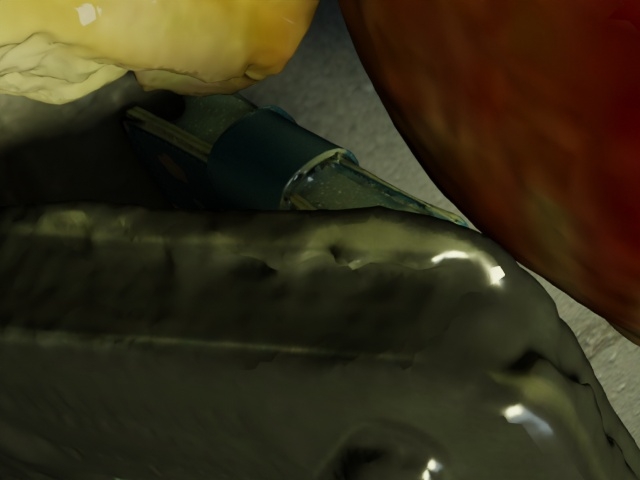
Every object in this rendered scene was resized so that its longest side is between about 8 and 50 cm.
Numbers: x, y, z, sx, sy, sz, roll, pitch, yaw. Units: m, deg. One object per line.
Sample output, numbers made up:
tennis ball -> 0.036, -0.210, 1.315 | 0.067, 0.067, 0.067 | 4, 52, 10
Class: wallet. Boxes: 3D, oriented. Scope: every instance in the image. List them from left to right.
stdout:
wallet -> 0.001, 0.000, 0.629 | 0.059, 0.202, 0.141 | -46, 141, -11

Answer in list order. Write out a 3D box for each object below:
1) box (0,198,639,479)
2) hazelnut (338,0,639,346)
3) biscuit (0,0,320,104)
box -> -0.004, 0.118, 0.599 | 0.359, 0.350, 0.091 | 54, 52, -40
hazelnut -> 0.199, -0.134, 0.477 | 0.421, 0.421, 0.353 | -57, 173, 14
biscuit -> -0.106, -0.144, 0.499 | 0.274, 0.091, 0.213 | 4, 112, -45
